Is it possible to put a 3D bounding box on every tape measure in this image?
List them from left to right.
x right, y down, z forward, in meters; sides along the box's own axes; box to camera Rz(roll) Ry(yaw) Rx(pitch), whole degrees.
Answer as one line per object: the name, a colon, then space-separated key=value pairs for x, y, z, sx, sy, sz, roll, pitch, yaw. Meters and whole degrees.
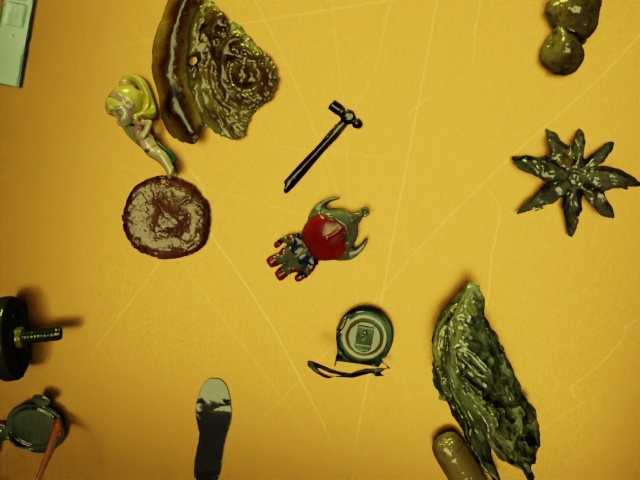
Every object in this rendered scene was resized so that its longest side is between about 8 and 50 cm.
tape measure: x=0.056 y=0.168 z=1.844 sx=0.104 sy=0.180 sz=0.107 roll=9 pitch=97 yaw=20

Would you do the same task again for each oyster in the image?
oyster: x=0.261 y=0.239 z=1.831 sx=0.158 sy=0.162 sz=0.350 roll=-16 pitch=96 yaw=-15

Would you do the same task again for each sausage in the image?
sausage: x=0.275 y=0.456 z=1.901 sx=0.066 sy=0.066 sz=0.301 roll=-27 pitch=93 yaw=6

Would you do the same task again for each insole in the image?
insole: x=-0.188 y=0.329 z=1.955 sx=0.064 sy=0.004 sz=0.188 roll=7 pitch=96 yaw=4

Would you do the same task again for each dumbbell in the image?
dumbbell: x=-0.592 y=0.172 z=1.903 sx=0.326 sy=0.143 sz=0.143 roll=-6 pitch=95 yaw=5

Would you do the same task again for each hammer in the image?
hammer: x=-0.008 y=-0.151 z=1.892 sx=0.065 sy=0.021 sz=0.178 roll=41 pitch=99 yaw=0

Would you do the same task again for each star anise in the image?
star anise: x=0.408 y=-0.096 z=1.842 sx=0.205 sy=0.061 sz=0.180 roll=30 pitch=97 yaw=1

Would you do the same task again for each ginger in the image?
ginger: x=0.409 y=-0.362 z=1.808 sx=0.104 sy=0.080 sz=0.204 roll=21 pitch=95 yaw=-19

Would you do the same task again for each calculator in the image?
calculator: x=-0.519 y=-0.347 z=1.912 sx=0.057 sy=0.018 sz=0.172 roll=11 pitch=96 yaw=5

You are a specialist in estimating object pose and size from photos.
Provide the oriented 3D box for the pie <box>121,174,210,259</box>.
pie: x=-0.260 y=-0.038 z=1.910 sx=0.154 sy=0.038 sz=0.153 roll=0 pitch=95 yaw=2

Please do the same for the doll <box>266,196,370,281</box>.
doll: x=0.001 y=0.001 z=1.885 sx=0.195 sy=0.062 sz=0.104 roll=-33 pitch=74 yaw=14

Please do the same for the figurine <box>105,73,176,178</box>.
figurine: x=-0.290 y=-0.188 z=1.887 sx=0.083 sy=0.083 sz=0.187 roll=-35 pitch=85 yaw=7

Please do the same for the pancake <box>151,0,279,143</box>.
pancake: x=-0.203 y=-0.277 z=1.875 sx=0.212 sy=0.056 sz=0.257 roll=-43 pitch=91 yaw=7

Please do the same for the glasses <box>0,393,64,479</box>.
glasses: x=-0.549 y=0.383 z=1.864 sx=0.234 sy=0.268 sz=0.118 roll=-18 pitch=112 yaw=4
